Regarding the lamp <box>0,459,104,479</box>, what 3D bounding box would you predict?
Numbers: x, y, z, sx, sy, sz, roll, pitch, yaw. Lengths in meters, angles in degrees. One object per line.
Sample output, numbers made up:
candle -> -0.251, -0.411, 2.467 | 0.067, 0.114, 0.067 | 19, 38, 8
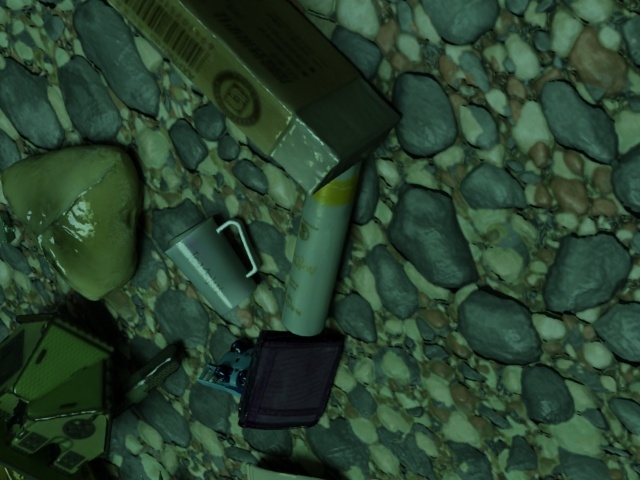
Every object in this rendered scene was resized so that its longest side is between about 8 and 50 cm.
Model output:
lamp -> -0.423, 0.361, 2.108 | 0.161, 0.161, 0.185 | -18, 106, 43

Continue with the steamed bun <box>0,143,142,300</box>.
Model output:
steamed bun -> -0.327, -0.016, 1.843 | 0.231, 0.110, 0.212 | -8, 110, 43

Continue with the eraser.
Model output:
eraser -> -0.078, -0.210, 1.508 | 0.343, 0.144, 0.078 | 46, 132, 8

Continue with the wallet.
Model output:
wallet -> -0.039, 0.180, 1.746 | 0.111, 0.030, 0.166 | 4, 131, -13

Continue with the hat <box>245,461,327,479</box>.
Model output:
hat -> -0.038, 0.418, 1.856 | 0.219, 0.164, 0.226 | 5, 139, 34

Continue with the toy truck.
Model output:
toy truck -> -0.115, 0.173, 1.824 | 0.136, 0.063, 0.074 | 13, 143, 34

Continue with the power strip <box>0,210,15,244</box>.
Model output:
power strip -> -0.496, -0.023, 2.029 | 0.136, 0.019, 0.051 | 6, 117, 35

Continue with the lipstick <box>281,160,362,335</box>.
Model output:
lipstick -> 0.000, 0.000, 1.630 | 0.059, 0.059, 0.264 | 29, 129, 22

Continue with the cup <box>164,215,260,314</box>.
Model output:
cup -> -0.126, 0.023, 1.743 | 0.104, 0.074, 0.116 | -36, 95, 16

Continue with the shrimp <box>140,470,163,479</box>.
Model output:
shrimp -> -0.197, 0.535, 2.042 | 0.221, 0.166, 0.410 | -4, 125, 37

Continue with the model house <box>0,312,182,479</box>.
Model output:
model house -> -0.343, 0.181, 1.926 | 0.218, 0.205, 0.278 | 33, 122, -33
